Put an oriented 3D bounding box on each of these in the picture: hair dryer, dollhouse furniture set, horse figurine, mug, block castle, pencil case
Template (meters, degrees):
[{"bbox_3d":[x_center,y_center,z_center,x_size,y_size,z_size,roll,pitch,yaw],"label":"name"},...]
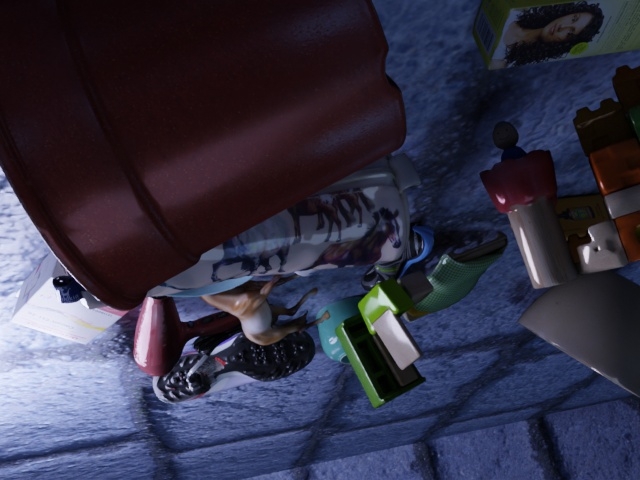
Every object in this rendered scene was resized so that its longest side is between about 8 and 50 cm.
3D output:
[{"bbox_3d":[-0.218,0.146,1.153,0.223,0.080,0.293,-47,148,-1],"label":"hair dryer"},{"bbox_3d":[0.207,0.130,1.137,0.302,0.151,0.197,-19,159,-34],"label":"dollhouse furniture set"},{"bbox_3d":[-0.086,0.111,1.126,0.175,0.066,0.263,-25,143,-2],"label":"horse figurine"},{"bbox_3d":[0.062,0.174,1.290,0.130,0.097,0.157,-11,152,-6],"label":"mug"},{"bbox_3d":[0.439,-0.104,0.827,0.453,0.212,0.303,-19,173,19],"label":"block castle"},{"bbox_3d":[-0.099,-0.028,0.786,0.411,0.159,0.183,-9,170,-10],"label":"pencil case"}]

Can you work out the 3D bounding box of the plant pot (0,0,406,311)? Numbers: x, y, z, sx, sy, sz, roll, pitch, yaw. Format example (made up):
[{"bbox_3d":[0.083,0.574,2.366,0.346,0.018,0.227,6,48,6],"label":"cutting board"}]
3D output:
[{"bbox_3d":[-0.089,-0.119,0.549,0.265,0.272,0.272,-24,152,-1],"label":"plant pot"}]

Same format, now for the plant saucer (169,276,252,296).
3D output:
[{"bbox_3d":[-0.178,0.020,0.958,0.195,0.037,0.195,-10,149,-6],"label":"plant saucer"}]

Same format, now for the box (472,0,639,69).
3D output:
[{"bbox_3d":[0.283,-0.238,0.693,0.232,0.058,0.087,-11,152,-8],"label":"box"}]

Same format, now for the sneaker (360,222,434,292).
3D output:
[{"bbox_3d":[0.112,0.023,1.095,0.078,0.067,0.188,19,144,-14],"label":"sneaker"}]

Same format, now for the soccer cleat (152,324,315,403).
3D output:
[{"bbox_3d":[-0.166,0.240,1.322,0.318,0.108,0.116,-17,173,0],"label":"soccer cleat"}]

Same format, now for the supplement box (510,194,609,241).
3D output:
[{"bbox_3d":[0.446,-0.026,1.132,0.234,0.078,0.080,-5,153,-16],"label":"supplement box"}]

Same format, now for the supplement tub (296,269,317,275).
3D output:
[{"bbox_3d":[0.000,0.000,0.977,0.071,0.071,0.107,16,139,-43],"label":"supplement tub"}]

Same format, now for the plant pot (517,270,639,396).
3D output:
[{"bbox_3d":[0.585,0.168,1.396,0.190,0.284,0.284,-58,143,1],"label":"plant pot"}]

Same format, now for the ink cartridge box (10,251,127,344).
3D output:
[{"bbox_3d":[-0.347,0.083,0.933,0.115,0.067,0.198,26,139,-30],"label":"ink cartridge box"}]
